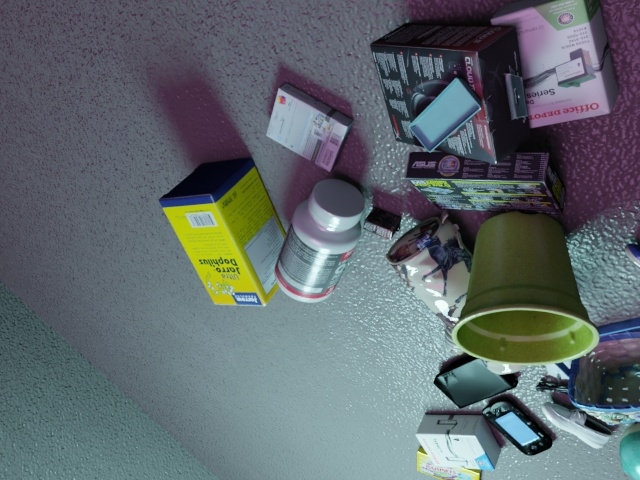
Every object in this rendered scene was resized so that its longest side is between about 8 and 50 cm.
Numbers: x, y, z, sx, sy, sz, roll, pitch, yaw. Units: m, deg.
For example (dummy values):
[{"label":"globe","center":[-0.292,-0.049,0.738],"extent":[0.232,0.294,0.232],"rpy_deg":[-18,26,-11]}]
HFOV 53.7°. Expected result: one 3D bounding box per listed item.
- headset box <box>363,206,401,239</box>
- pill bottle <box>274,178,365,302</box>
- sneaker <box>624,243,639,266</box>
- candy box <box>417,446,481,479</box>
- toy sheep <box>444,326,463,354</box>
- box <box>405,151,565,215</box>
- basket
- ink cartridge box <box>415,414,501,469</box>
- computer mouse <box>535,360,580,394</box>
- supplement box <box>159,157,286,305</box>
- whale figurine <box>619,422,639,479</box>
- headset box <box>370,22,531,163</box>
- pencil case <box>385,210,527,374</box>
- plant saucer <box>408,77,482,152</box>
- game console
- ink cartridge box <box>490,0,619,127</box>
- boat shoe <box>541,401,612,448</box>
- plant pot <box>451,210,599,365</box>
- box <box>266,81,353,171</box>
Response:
[{"label":"headset box","center":[0.155,-0.040,1.543],"extent":[0.083,0.062,0.032],"rpy_deg":[23,135,17]},{"label":"pill bottle","center":[0.000,0.000,1.596],"extent":[0.176,0.176,0.318],"rpy_deg":[31,136,8]},{"label":"sneaker","center":[0.691,0.030,1.251],"extent":[0.152,0.058,0.084],"rpy_deg":[33,132,14]},{"label":"candy box","center":[0.413,0.741,2.044],"extent":[0.206,0.027,0.105],"rpy_deg":[13,128,25]},{"label":"toy sheep","center":[0.362,0.237,1.622],"extent":[0.091,0.091,0.132],"rpy_deg":[16,118,22]},{"label":"box","center":[0.336,-0.113,1.275],"extent":[0.270,0.060,0.216],"rpy_deg":[5,167,31]},{"label":"basket","center":[0.655,0.275,1.370],"extent":[0.255,0.201,0.289],"rpy_deg":[-20,122,43]},{"label":"ink cartridge box","center":[0.410,0.600,1.886],"extent":[0.203,0.086,0.148],"rpy_deg":[-14,116,39]},{"label":"computer mouse","center":[0.590,0.318,1.566],"extent":[0.106,0.042,0.192],"rpy_deg":[9,129,29]},{"label":"supplement box","center":[-0.242,-0.018,1.728],"extent":[0.195,0.194,0.356],"rpy_deg":[-2,123,34]},{"label":"whale figurine","center":[0.840,0.568,1.534],"extent":[0.216,0.141,0.272],"rpy_deg":[-16,115,40]},{"label":"headset box","center":[0.250,-0.277,1.170],"extent":[0.293,0.110,0.218],"rpy_deg":[24,143,49]},{"label":"pencil case","center":[0.350,0.128,1.481],"extent":[0.410,0.160,0.184],"rpy_deg":[46,122,-8]},{"label":"plant saucer","center":[0.222,-0.223,1.133],"extent":[0.067,0.018,0.192],"rpy_deg":[52,156,2]},{"label":"game console","center":[0.497,0.458,1.742],"extent":[0.361,0.044,0.213],"rpy_deg":[43,137,-5]},{"label":"ink cartridge box","center":[0.416,-0.321,1.115],"extent":[0.160,0.092,0.219],"rpy_deg":[-6,121,38]},{"label":"boat shoe","center":[0.662,0.465,1.628],"extent":[0.184,0.066,0.063],"rpy_deg":[35,123,8]},{"label":"plant pot","center":[0.415,0.089,1.307],"extent":[0.276,0.253,0.276],"rpy_deg":[7,148,4]},{"label":"box","center":[-0.029,-0.266,1.496],"extent":[0.186,0.038,0.145],"rpy_deg":[30,136,8]}]
